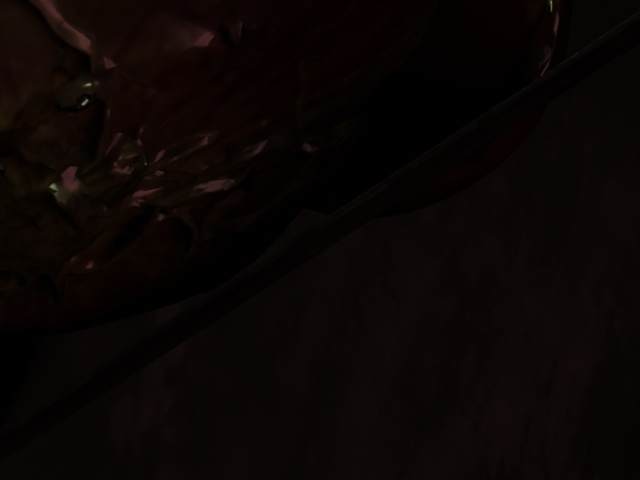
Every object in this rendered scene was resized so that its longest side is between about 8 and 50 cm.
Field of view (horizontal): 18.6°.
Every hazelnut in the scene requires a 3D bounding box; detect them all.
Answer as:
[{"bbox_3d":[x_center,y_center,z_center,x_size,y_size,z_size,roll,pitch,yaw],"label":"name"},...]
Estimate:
[{"bbox_3d":[0.003,-0.124,0.965,0.251,0.217,0.217,30,68,-51],"label":"hazelnut"}]

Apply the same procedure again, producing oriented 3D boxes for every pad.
[{"bbox_3d":[0.000,0.000,0.803,0.007,0.367,0.247,57,-4,2],"label":"pad"}]

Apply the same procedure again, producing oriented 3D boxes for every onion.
[{"bbox_3d":[-0.117,-0.117,0.690,0.354,0.354,0.353,-7,98,-54],"label":"onion"}]
